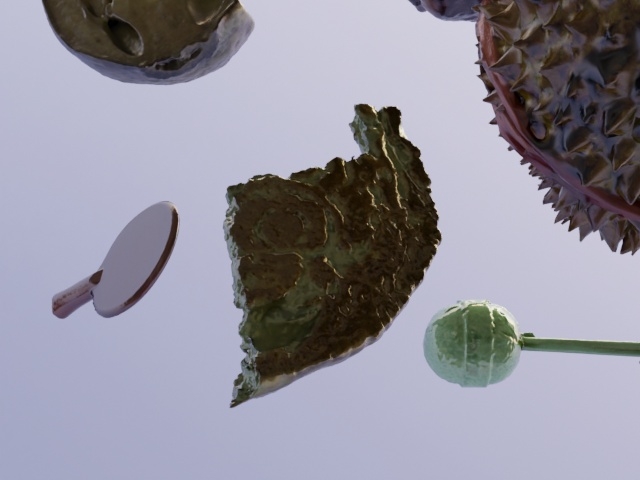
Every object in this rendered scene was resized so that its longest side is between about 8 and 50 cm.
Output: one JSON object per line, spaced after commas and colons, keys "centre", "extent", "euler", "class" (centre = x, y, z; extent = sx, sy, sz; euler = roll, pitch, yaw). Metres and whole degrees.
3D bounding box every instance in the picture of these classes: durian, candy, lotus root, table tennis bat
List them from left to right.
{"centre": [-0.158, 0.024, 0.935], "extent": [0.019, 0.154, 0.098], "euler": [34, -135, -29], "class": "table tennis bat"}
{"centre": [-0.211, -0.273, 1.487], "extent": [0.210, 0.142, 0.314], "euler": [-31, -130, -1], "class": "lotus root"}
{"centre": [0.354, 0.137, 1.594], "extent": [0.439, 0.119, 0.119], "euler": [1, -129, 0], "class": "candy"}
{"centre": [0.284, -0.160, 0.898], "extent": [0.347, 0.384, 0.347], "euler": [14, -159, -6], "class": "durian"}

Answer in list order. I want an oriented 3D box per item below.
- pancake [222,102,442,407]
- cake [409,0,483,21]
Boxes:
{"centre": [0.000, 0.004, 1.117], "extent": [0.197, 0.054, 0.376], "euler": [29, -130, 7], "class": "pancake"}
{"centre": [0.120, -0.347, 1.153], "extent": [0.196, 0.198, 0.293], "euler": [-16, -111, 20], "class": "cake"}
